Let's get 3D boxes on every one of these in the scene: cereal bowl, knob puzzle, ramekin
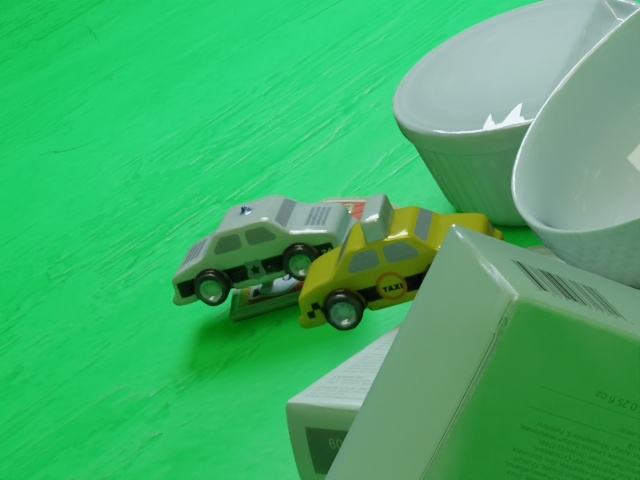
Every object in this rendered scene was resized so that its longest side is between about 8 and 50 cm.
[{"bbox_3d":[0.330,-0.084,1.470,0.339,0.141,0.339,-37,24,19],"label":"cereal bowl"},{"bbox_3d":[0.000,0.000,1.813,0.213,0.030,0.213,-19,27,10],"label":"knob puzzle"},{"bbox_3d":[0.217,-0.124,1.757,0.273,0.127,0.273,-19,27,10],"label":"ramekin"}]

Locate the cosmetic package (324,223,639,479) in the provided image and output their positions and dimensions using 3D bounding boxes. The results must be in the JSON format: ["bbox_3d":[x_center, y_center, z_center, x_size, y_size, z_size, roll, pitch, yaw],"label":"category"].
[{"bbox_3d":[0.174,0.185,0.879,0.284,0.377,0.097,-65,23,14],"label":"cosmetic package"}]

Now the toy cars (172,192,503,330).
[{"bbox_3d":[-0.001,0.001,1.649,0.176,0.087,0.394,-33,22,-30],"label":"toy cars"}]

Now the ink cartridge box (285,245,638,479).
[{"bbox_3d":[0.206,0.102,1.455,0.308,0.091,0.385,0,19,38],"label":"ink cartridge box"}]
